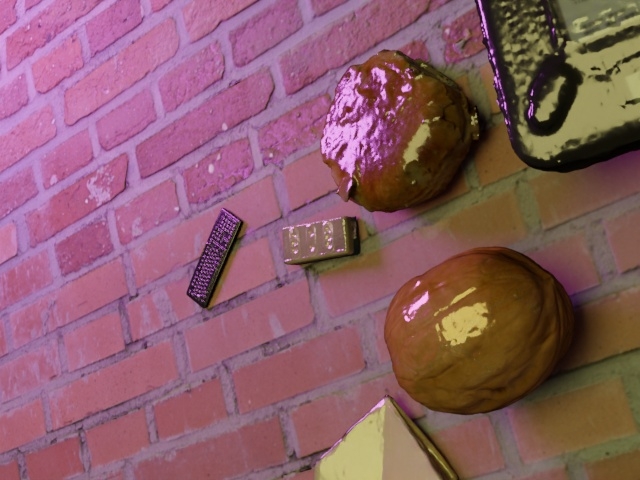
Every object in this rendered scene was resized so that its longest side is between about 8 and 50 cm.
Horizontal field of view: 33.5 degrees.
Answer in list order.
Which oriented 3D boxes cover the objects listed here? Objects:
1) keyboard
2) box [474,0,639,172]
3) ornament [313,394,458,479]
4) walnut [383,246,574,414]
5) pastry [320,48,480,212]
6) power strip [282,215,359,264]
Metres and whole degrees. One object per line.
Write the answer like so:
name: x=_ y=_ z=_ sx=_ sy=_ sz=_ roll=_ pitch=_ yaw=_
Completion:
keyboard: x=-0.166 y=0.027 z=1.651 sx=0.053 sy=0.010 sz=0.155 roll=33 pitch=106 yaw=38
box: x=0.343 y=-0.276 z=1.141 sx=0.359 sy=0.091 sz=0.350 roll=-19 pitch=73 yaw=23
ornament: x=0.087 y=0.291 z=1.384 sx=0.201 sy=0.059 sz=0.180 roll=0 pitch=84 yaw=37
walnut: x=0.184 y=0.102 z=1.232 sx=0.222 sy=0.195 sz=0.195 roll=-39 pitch=62 yaw=34
pastry: x=0.103 y=-0.146 z=1.392 sx=0.229 sy=0.100 sz=0.218 roll=-4 pitch=78 yaw=44
power strip: x=0.000 y=0.000 z=1.502 sx=0.123 sy=0.032 sz=0.056 roll=-10 pitch=80 yaw=38
